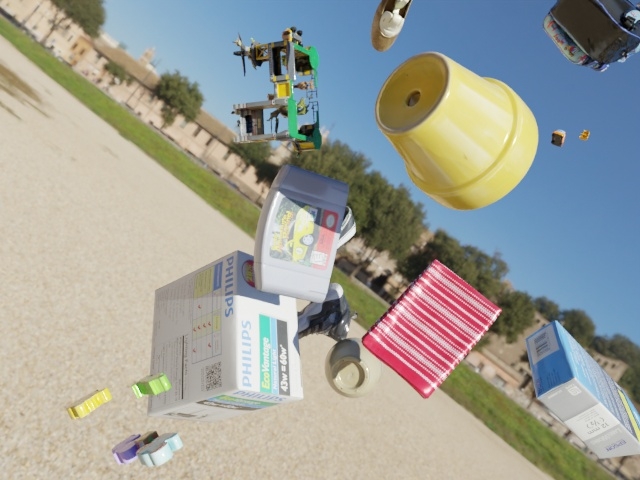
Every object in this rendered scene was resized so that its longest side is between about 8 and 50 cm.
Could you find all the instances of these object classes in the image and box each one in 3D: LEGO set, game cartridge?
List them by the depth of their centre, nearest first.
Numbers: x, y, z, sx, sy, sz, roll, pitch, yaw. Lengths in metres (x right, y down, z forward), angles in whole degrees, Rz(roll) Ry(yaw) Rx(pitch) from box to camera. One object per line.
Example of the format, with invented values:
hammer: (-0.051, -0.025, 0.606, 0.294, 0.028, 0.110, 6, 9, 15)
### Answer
game cartridge: (-0.050, -0.015, 1.286, 0.196, 0.294, 0.060, 14, -4, -27)
LEGO set: (-0.128, -0.378, 1.484, 0.192, 0.331, 0.255, 0, 13, 24)

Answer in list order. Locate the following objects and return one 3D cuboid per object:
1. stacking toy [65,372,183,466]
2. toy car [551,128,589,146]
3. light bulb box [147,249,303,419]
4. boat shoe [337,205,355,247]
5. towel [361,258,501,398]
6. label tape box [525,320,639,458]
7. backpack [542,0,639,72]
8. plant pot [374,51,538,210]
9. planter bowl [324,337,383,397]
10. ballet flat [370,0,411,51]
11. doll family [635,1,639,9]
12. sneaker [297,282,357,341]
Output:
stacking toy: (-0.219, 0.258, 0.688, 0.221, 0.052, 0.167, -23, -85, 42)
toy car: (0.751, -0.308, 1.676, 0.122, 0.040, 0.060, 19, -23, 46)
light bulb box: (-0.255, 0.266, 1.477, 0.225, 0.361, 0.358, 24, 52, -45)
boat shoe: (0.003, 0.001, 1.792, 0.113, 0.306, 0.105, 31, -33, 36)
towel: (0.249, 0.194, 1.267, 0.199, 0.275, 0.031, 40, -13, 18)
label tape box: (0.686, 0.407, 1.425, 0.348, 0.115, 0.249, 46, 25, -10)
backpack: (0.521, -0.391, 1.030, 0.173, 0.117, 0.158, -7, 59, -38)
plant pot: (0.233, -0.213, 1.040, 0.239, 0.254, 0.254, 26, 7, -40)
planter bowl: (0.085, 0.347, 1.487, 0.162, 0.162, 0.109, 38, 4, 6)
ballet flat: (0.278, -0.840, 1.993, 0.116, 0.342, 0.124, 19, 21, -19)
doll family: (0.987, -0.622, 1.569, 0.163, 0.263, 0.118, 60, 9, -20)
sneaker: (-0.014, 0.257, 1.626, 0.153, 0.268, 0.101, 53, -6, -21)
